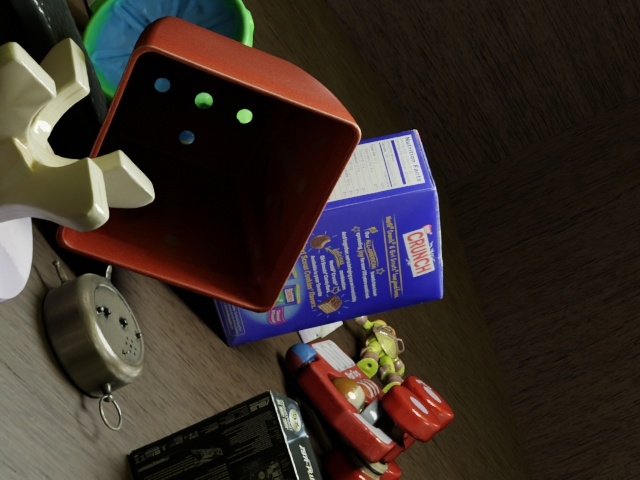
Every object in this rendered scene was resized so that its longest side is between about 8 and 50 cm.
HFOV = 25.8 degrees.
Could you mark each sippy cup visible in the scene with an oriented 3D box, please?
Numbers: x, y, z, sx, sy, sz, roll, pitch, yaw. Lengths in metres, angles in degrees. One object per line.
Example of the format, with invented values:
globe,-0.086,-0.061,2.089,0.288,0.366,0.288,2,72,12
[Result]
sippy cup,-0.190,-0.214,1.939,0.224,0.240,0.305,72,7,-58

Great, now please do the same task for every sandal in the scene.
sandal,-0.374,-0.288,1.669,0.167,0.107,0.446,-92,166,-62

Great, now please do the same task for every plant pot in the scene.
plant pot,-0.136,-0.116,1.650,0.267,0.267,0.236,20,26,-16

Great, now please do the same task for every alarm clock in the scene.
alarm clock,-0.236,0.117,1.505,0.129,0.064,0.192,44,28,-56

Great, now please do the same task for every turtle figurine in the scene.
turtle figurine,0.115,0.212,2.594,0.269,0.087,0.217,58,15,-24

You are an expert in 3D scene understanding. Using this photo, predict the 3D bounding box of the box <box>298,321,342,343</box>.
box,-0.063,0.013,2.332,0.324,0.063,0.067,65,12,2

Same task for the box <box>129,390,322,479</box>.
box,-0.095,0.266,1.500,0.077,0.180,0.147,37,30,-62

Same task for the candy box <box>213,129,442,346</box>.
candy box,0.000,0.000,1.902,0.268,0.317,0.122,81,-2,-54

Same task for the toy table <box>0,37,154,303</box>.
toy table,-0.298,-0.078,1.409,0.252,0.161,0.274,42,25,-58

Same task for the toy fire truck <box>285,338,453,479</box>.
toy fire truck,0.053,0.258,2.192,0.254,0.169,0.302,42,9,11

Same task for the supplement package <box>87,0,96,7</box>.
supplement package,-0.253,-0.376,2.156,0.244,0.139,0.134,37,31,-65
